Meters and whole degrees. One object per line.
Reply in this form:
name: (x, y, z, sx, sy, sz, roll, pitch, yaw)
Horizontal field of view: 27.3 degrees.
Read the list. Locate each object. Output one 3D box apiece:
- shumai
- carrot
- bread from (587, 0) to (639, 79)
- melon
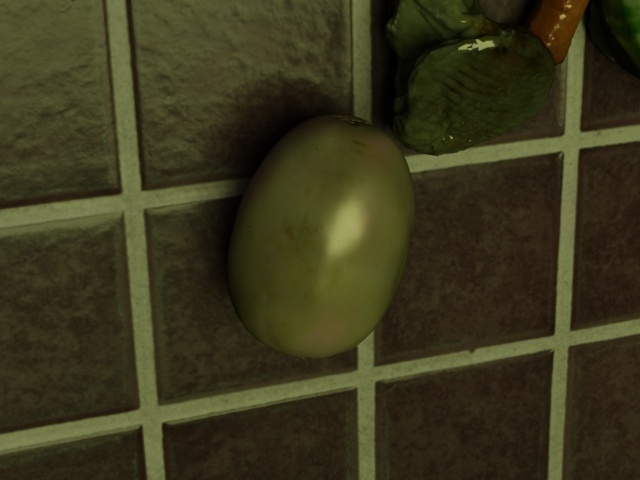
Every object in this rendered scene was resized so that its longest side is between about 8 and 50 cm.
shumai: (0.168, -0.245, 1.672, 0.222, 0.203, 0.272, -17, 150, -10)
carrot: (0.318, -0.321, 1.684, 0.072, 0.072, 0.205, 9, 125, -23)
bread: (0.539, -0.367, 1.742, 0.366, 0.129, 0.382, 38, 94, -28)
melon: (0.000, 0.000, 1.639, 0.223, 0.223, 0.317, 7, 110, -22)
